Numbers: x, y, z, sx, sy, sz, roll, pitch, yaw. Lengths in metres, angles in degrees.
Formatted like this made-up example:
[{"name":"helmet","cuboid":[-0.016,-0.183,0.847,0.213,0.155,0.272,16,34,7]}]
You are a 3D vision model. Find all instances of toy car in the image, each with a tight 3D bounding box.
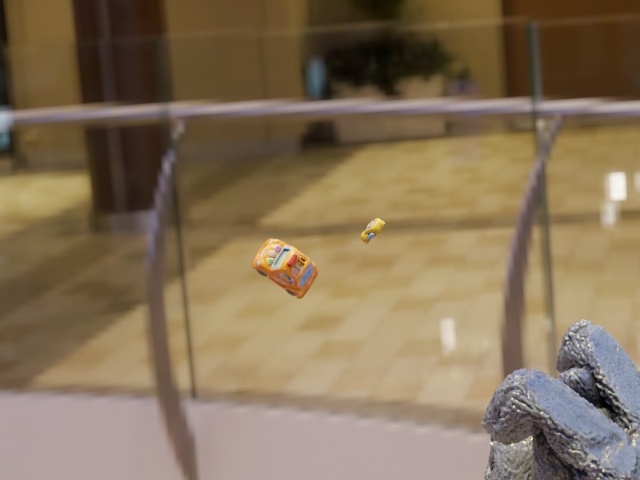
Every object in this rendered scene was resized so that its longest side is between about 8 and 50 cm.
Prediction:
[{"name":"toy car","cuboid":[0.000,0.000,1.690,0.122,0.060,0.040,-39,0,-19]}]

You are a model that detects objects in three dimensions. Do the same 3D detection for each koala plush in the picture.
[{"name":"koala plush","cuboid":[0.246,0.239,1.969,0.196,0.203,0.221,-30,-15,-47]}]
